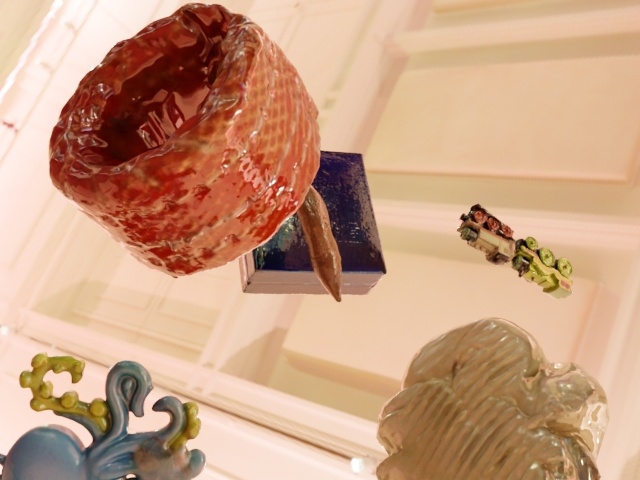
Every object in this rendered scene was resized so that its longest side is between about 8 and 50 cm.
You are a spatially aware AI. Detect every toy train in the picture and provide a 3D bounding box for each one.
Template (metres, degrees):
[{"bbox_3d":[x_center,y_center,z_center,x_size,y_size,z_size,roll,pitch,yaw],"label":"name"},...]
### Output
[{"bbox_3d":[0.350,0.022,1.396,0.053,0.250,0.085,-37,-150,52],"label":"toy train"}]

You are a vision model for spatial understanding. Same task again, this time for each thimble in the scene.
[{"bbox_3d":[-0.178,-0.134,1.059,0.350,0.230,0.350,-16,-128,21],"label":"thimble"}]

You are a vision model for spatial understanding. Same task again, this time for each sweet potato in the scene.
[{"bbox_3d":[-0.001,-0.001,1.303,0.051,0.065,0.218,-17,-95,7],"label":"sweet potato"}]

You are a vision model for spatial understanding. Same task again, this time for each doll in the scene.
[{"bbox_3d":[-0.350,0.343,1.205,0.099,0.341,0.346,-154,-113,-80],"label":"doll"}]

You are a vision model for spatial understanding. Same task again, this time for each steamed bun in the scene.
[{"bbox_3d":[0.274,0.316,1.196,0.352,0.247,0.339,22,-107,40],"label":"steamed bun"}]

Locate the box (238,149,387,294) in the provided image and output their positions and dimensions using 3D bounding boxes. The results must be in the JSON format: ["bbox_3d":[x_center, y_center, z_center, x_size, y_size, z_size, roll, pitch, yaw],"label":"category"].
[{"bbox_3d":[-0.030,-0.039,1.514,0.116,0.261,0.279,126,-40,-55],"label":"box"}]
